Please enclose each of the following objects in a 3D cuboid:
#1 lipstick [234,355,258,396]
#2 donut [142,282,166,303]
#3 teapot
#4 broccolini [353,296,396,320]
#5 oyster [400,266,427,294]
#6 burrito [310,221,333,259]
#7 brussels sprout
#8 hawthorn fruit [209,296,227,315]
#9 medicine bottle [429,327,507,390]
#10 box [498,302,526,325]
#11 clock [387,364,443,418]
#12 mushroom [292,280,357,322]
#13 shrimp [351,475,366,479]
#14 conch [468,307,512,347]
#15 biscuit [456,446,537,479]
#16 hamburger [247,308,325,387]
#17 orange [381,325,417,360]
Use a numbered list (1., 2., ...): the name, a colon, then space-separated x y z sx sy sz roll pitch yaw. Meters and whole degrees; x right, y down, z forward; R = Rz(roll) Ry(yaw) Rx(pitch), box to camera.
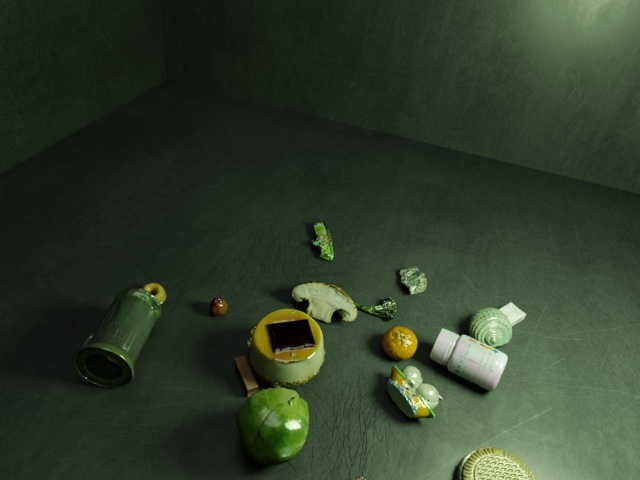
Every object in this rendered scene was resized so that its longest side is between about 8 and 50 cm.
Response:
1. lipstick: -0.261 0.477 1.774 0.045 0.045 0.145 -13 43 -21
2. donut: -0.678 0.216 2.046 0.097 0.043 0.108 -16 48 -27
3. teapot: -0.721 0.334 1.788 0.270 0.201 0.337 -20 31 20
4. broccolini: 0.202 0.253 2.140 0.271 0.062 0.123 20 29 20
5. oyster: 0.420 0.177 2.263 0.124 0.064 0.177 -6 38 -11
6. burrito: 0.000 0.000 2.424 0.104 0.054 0.288 -2 39 -11
7. brussels sprout: -0.142 0.566 1.556 0.243 0.244 0.244 5 38 -4
8. hawthorn fruit: -0.407 0.262 2.004 0.077 0.077 0.077 5 38 -4
9. medicine bottle: 0.547 0.438 1.873 0.254 0.152 0.152 22 40 20
10. box: 0.792 0.327 2.146 0.154 0.040 0.084 -21 48 -30
11. clock: 0.325 0.525 1.763 0.144 0.103 0.231 -16 46 -30
12. mushroom: 0.033 0.242 2.080 0.285 0.156 0.151 21 11 16
13. shrimp: 0.052 0.744 1.466 0.190 0.075 0.073 -17 75 -13
14. conch: 0.678 0.334 2.026 0.172 0.131 0.200 -14 45 4
15. biscuit: 0.542 0.747 1.531 0.258 0.079 0.259 5 37 -4
16. hamburger: -0.120 0.387 1.808 0.275 0.179 0.294 -9 44 -16
17. orange: 0.303 0.388 1.924 0.135 0.118 0.136 10 37 -8
